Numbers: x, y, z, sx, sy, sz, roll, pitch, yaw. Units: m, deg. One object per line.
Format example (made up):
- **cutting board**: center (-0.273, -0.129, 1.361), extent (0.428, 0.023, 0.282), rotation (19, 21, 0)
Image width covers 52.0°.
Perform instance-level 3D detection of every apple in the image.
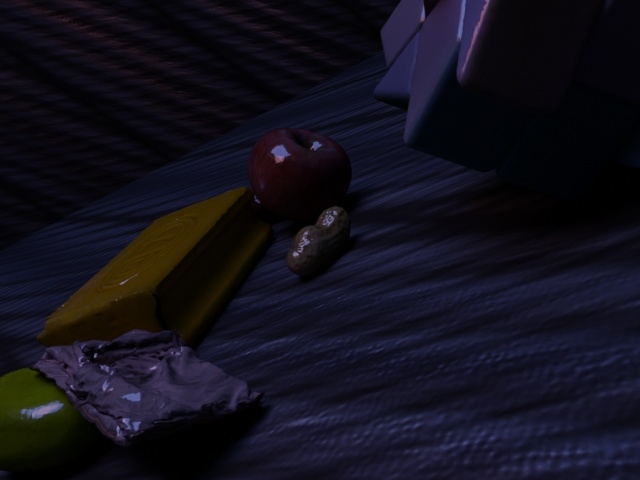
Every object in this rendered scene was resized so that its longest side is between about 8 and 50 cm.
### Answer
- **apple**: center (-0.033, -0.096, 0.963), extent (0.153, 0.120, 0.153), rotation (14, 31, -9)

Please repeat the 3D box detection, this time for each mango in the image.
- **mango**: center (-0.285, 0.177, 0.653), extent (0.117, 0.089, 0.163), rotation (-24, 12, -42)

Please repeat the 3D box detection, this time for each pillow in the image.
- **pillow**: center (-0.166, 0.121, 0.599), extent (0.135, 0.049, 0.248), rotation (-2, 8, -39)

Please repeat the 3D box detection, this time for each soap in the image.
- **soap**: center (-0.210, 0.051, 0.887), extent (0.204, 0.096, 0.324), rotation (-19, 20, 23)

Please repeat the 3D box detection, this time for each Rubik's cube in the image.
- **Rubik's cube**: center (0.239, -0.221, 0.636), extent (0.387, 0.358, 0.368), rotation (133, 152, -65)

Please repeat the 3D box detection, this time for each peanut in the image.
- **peanut**: center (0.000, 0.000, 0.798), extent (0.053, 0.054, 0.113), rotation (-5, 32, 50)

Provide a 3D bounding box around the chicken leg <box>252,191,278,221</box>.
- **chicken leg**: center (-0.116, -0.059, 1.112), extent (0.233, 0.063, 0.105), rotation (-16, 16, 34)
